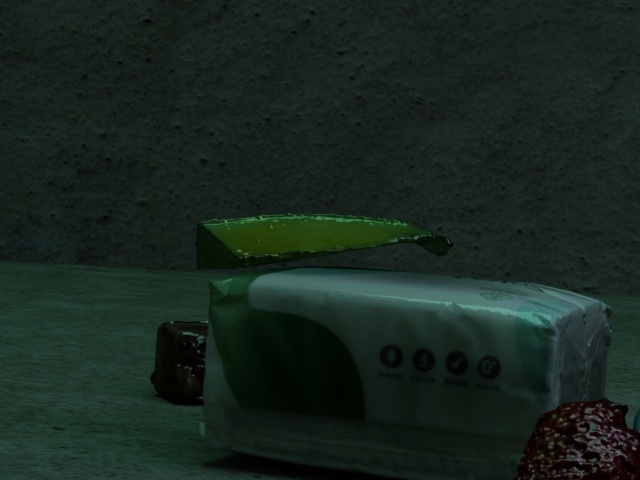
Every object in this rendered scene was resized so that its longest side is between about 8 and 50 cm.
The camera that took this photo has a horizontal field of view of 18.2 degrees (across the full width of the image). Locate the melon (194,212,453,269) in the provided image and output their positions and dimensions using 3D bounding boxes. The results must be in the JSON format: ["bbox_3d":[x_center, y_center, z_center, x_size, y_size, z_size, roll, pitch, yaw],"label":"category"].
[{"bbox_3d":[0.001,0.001,1.999,0.262,0.053,0.114,-4,7,3],"label":"melon"}]

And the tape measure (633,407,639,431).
[{"bbox_3d":[0.382,0.220,2.036,0.107,0.104,0.180,-18,-33,8],"label":"tape measure"}]

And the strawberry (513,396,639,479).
[{"bbox_3d":[0.226,0.209,1.675,0.131,0.148,0.131,23,-29,14],"label":"strawberry"}]

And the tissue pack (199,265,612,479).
[{"bbox_3d":[0.086,0.127,1.961,0.356,0.194,0.266,5,3,20],"label":"tissue pack"}]

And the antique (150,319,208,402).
[{"bbox_3d":[-0.038,0.143,2.337,0.310,0.087,0.093,2,6,-25],"label":"antique"}]
